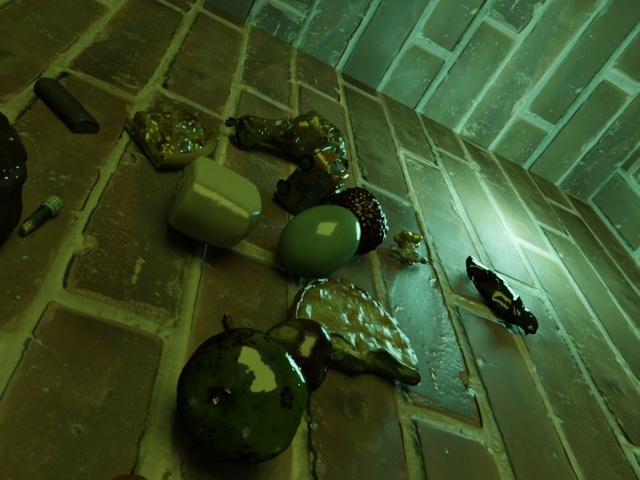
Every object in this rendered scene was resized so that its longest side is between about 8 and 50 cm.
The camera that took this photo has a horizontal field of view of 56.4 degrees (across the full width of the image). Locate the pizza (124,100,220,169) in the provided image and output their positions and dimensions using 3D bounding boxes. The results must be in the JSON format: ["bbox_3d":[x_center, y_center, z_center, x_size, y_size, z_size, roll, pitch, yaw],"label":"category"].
[{"bbox_3d":[-0.401,-0.299,1.631,0.223,0.089,0.323,37,28,0],"label":"pizza"}]

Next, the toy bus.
[{"bbox_3d":[-0.017,-0.161,1.680,0.136,0.209,0.126,49,29,7],"label":"toy bus"}]

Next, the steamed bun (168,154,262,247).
[{"bbox_3d":[-0.243,-0.076,1.372,0.200,0.154,0.250,27,23,-17],"label":"steamed bun"}]

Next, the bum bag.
[{"bbox_3d":[0.564,0.164,1.882,0.142,0.079,0.326,5,38,-46],"label":"bum bag"}]

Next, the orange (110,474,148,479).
[{"bbox_3d":[-0.257,0.352,0.804,0.086,0.062,0.086,26,27,-14],"label":"orange"}]

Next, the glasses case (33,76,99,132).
[{"bbox_3d":[-0.638,-0.340,1.504,0.190,0.042,0.072,43,23,18],"label":"glasses case"}]

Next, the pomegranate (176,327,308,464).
[{"bbox_3d":[-0.122,0.251,0.986,0.214,0.214,0.248,39,-3,10],"label":"pomegranate"}]

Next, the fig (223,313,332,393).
[{"bbox_3d":[-0.098,0.202,1.148,0.245,0.149,0.149,18,24,19],"label":"fig"}]

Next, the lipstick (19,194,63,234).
[{"bbox_3d":[-0.545,-0.047,1.156,0.037,0.037,0.116,30,33,-6],"label":"lipstick"}]

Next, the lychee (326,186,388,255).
[{"bbox_3d":[0.084,-0.045,1.637,0.188,0.188,0.188,24,30,-15],"label":"lychee"}]

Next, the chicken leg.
[{"bbox_3d":[-0.098,-0.328,1.918,0.429,0.201,0.153,4,11,-33],"label":"chicken leg"}]

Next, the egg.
[{"bbox_3d":[0.000,0.000,1.466,0.231,0.168,0.168,-30,65,-34],"label":"egg"}]

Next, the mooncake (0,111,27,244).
[{"bbox_3d":[-0.663,-0.124,1.001,0.324,0.187,0.324,24,28,-14],"label":"mooncake"}]

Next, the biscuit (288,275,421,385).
[{"bbox_3d":[0.083,0.215,1.341,0.335,0.078,0.329,43,28,16],"label":"biscuit"}]

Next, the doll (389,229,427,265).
[{"bbox_3d":[0.261,0.028,1.820,0.135,0.071,0.113,-5,65,-40],"label":"doll"}]
